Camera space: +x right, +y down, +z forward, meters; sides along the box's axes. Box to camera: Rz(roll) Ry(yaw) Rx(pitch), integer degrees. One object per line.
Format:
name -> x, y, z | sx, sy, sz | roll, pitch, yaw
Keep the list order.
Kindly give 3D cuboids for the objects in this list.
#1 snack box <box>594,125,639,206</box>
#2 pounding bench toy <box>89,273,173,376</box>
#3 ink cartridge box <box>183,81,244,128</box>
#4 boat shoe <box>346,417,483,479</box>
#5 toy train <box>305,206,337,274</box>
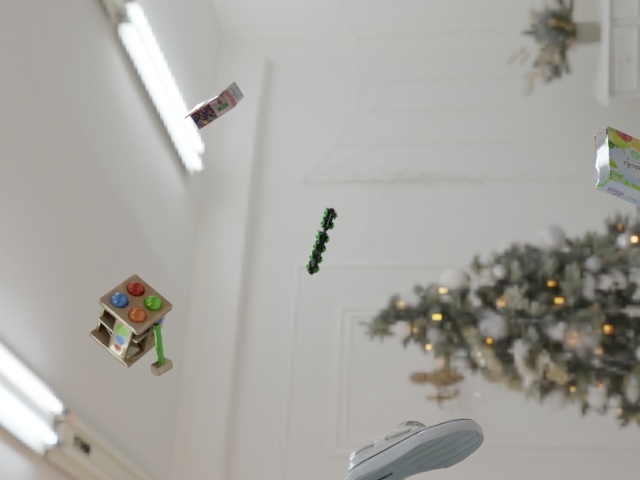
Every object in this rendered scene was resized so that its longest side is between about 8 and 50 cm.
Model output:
snack box -> 0.488, -0.105, 1.655 | 0.037, 0.141, 0.100 | -41, 36, 53
pounding bench toy -> -0.171, 0.085, 1.040 | 0.052, 0.083, 0.065 | -40, -18, -44
ink cartridge box -> -0.146, -0.183, 1.484 | 0.029, 0.063, 0.115 | 56, -165, -13
boat shoe -> 0.131, 0.301, 1.592 | 0.083, 0.226, 0.076 | 49, -157, -38
toy train -> 0.000, 0.000, 1.264 | 0.024, 0.017, 0.083 | -135, 63, -74
